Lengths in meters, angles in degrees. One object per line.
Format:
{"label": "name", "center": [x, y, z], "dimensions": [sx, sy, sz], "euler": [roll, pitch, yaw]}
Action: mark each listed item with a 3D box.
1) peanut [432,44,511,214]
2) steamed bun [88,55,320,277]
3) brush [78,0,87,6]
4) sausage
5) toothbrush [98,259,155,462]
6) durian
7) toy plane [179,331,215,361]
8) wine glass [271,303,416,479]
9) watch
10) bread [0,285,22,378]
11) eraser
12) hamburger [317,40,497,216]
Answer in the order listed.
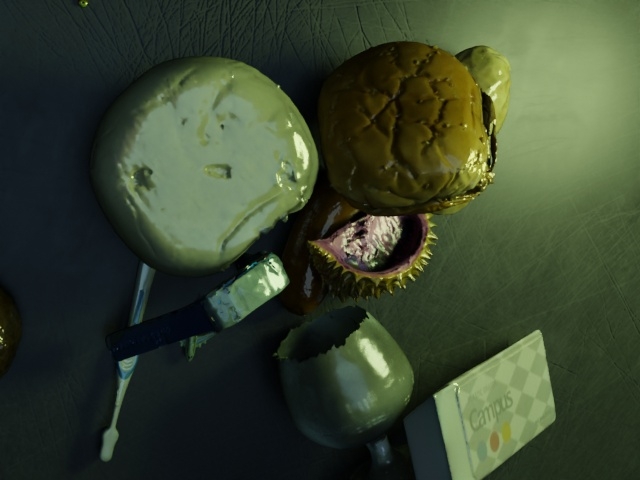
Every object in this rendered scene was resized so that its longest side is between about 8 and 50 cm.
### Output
{"label": "peanut", "center": [0.245, -0.193, 1.582], "dimensions": [0.147, 0.147, 0.305], "euler": [23, 91, -19]}
{"label": "steamed bun", "center": [-0.192, -0.125, 1.402], "dimensions": [0.334, 0.233, 0.312], "euler": [-32, 102, -8]}
{"label": "brush", "center": [-0.380, -0.413, 1.417], "dimensions": [0.019, 0.021, 0.083], "euler": [-6, 99, -19]}
{"label": "sausage", "center": [0.000, 0.000, 1.546], "dimensions": [0.109, 0.109, 0.270], "euler": [23, 88, -19]}
{"label": "toothbrush", "center": [-0.321, 0.183, 1.501], "dimensions": [0.040, 0.040, 0.386], "euler": [12, 93, -18]}
{"label": "durian", "center": [0.096, 0.034, 1.524], "dimensions": [0.154, 0.186, 0.260], "euler": [45, 58, 13]}
{"label": "toy plane", "center": [-0.222, 0.167, 1.534], "dimensions": [0.080, 0.033, 0.083], "euler": [5, 102, -19]}
{"label": "wine glass", "center": [0.062, 0.289, 1.539], "dimensions": [0.238, 0.238, 0.323], "euler": [-28, 103, -12]}
{"label": "watch", "center": [-0.195, 0.102, 1.387], "dimensions": [0.276, 0.274, 0.068], "euler": [-34, 102, -20]}
{"label": "bread", "center": [-0.576, 0.146, 1.375], "dimensions": [0.230, 0.123, 0.230], "euler": [-2, 95, -19]}
{"label": "eraser", "center": [0.290, 0.309, 1.568], "dimensions": [0.397, 0.082, 0.213], "euler": [-15, 95, -51]}
{"label": "hamburger", "center": [0.139, -0.184, 1.441], "dimensions": [0.318, 0.158, 0.319], "euler": [-5, 64, 10]}
